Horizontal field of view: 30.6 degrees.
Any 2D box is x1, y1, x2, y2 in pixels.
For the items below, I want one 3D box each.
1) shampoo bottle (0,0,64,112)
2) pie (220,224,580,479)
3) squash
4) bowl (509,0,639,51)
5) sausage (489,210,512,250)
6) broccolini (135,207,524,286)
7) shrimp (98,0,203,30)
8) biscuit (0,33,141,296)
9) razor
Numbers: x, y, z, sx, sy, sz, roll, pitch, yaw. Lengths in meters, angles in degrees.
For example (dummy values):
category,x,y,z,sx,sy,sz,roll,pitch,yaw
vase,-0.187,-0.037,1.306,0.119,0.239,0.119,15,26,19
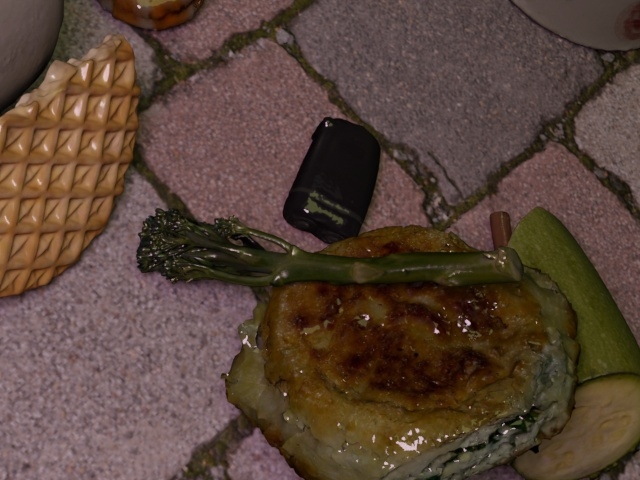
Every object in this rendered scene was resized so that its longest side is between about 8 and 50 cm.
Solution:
category,x,y,z,sx,sy,sz,roll,pitch,yaw
shampoo bottle,-0.412,-0.231,1.065,0.317,0.322,0.322,-26,75,-42
pie,0.081,0.109,1.138,0.354,0.103,0.288,-19,45,-6
squash,0.241,0.113,1.280,0.189,0.189,0.261,0,41,-23
bowl,0.394,-0.442,1.616,0.337,0.157,0.337,9,60,-17
sausage,0.219,0.021,1.372,0.026,0.026,0.116,5,62,-21
broccolini,-0.002,0.003,1.134,0.392,0.074,0.079,-1,54,20
shrimp,-0.202,-0.372,1.390,0.152,0.063,0.287,5,63,-8
biscuit,-0.266,-0.053,1.110,0.040,0.205,0.309,19,42,27
razor,0.018,-0.069,1.318,0.090,0.054,0.148,27,57,-12
